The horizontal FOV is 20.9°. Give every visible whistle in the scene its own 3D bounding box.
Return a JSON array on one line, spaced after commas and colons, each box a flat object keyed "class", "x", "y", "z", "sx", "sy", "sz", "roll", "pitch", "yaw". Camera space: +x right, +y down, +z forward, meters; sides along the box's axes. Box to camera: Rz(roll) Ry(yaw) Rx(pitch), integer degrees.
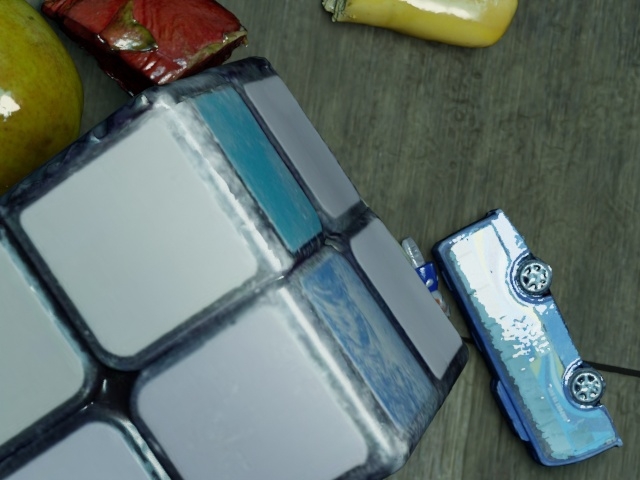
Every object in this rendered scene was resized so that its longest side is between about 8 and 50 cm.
[{"class": "whistle", "x": 0.094, "y": 0.036, "z": 1.554, "sx": 0.033, "sy": 0.029, "sz": 0.083, "roll": -28, "pitch": 96, "yaw": -49}]

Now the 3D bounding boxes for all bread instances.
[{"class": "bread", "x": 0.096, "y": -0.242, "z": 1.552, "sx": 0.173, "sy": 0.085, "sz": 0.134, "roll": 14, "pitch": 79, "yaw": -8}]

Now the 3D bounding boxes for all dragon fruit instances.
[{"class": "dragon fruit", "x": -0.150, "y": -0.193, "z": 1.484, "sx": 0.161, "sy": 0.120, "sz": 0.127, "roll": 40, "pitch": 73, "yaw": 0}]

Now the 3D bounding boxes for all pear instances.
[{"class": "pear", "x": -0.288, "y": -0.109, "z": 1.411, "sx": 0.200, "sy": 0.200, "sz": 0.200, "roll": 1, "pitch": 84, "yaw": -11}]

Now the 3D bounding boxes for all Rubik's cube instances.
[{"class": "Rubik's cube", "x": -0.109, "y": 0.076, "z": 1.317, "sx": 0.316, "sy": 0.318, "sz": 0.313, "roll": -34, "pitch": 91, "yaw": 17}]

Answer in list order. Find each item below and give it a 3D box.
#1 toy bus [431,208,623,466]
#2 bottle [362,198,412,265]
[{"class": "toy bus", "x": 0.183, "y": 0.089, "z": 1.545, "sx": 0.094, "sy": 0.079, "sz": 0.237, "roll": -25, "pitch": 89, "yaw": 4}, {"class": "bottle", "x": 0.000, "y": 0.000, "z": 1.500, "sx": 0.104, "sy": 0.104, "sz": 0.245, "roll": -39, "pitch": 93, "yaw": -12}]
